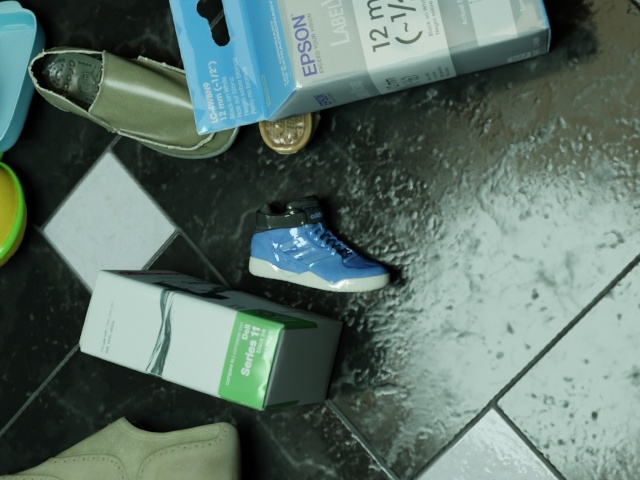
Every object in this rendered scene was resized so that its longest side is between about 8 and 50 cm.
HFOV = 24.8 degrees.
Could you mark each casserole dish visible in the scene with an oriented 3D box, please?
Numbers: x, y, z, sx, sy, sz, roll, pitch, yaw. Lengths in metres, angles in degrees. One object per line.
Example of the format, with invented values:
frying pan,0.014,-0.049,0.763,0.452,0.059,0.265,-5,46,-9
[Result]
casserole dish,-0.352,-0.168,1.571,0.114,0.037,0.188,2,72,33

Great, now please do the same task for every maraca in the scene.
maraca,-0.378,-0.039,1.577,0.127,0.099,0.186,-25,54,10

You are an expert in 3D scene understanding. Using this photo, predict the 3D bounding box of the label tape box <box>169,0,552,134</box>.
label tape box,0.017,-0.260,1.347,0.347,0.115,0.249,-13,84,6

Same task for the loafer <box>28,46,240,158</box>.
loafer,-0.198,-0.144,1.499,0.251,0.087,0.094,14,95,24

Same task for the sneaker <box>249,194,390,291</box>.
sneaker,-0.001,0.000,1.424,0.152,0.058,0.085,10,102,30

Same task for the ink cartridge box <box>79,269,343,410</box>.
ink cartridge box,-0.105,0.093,1.418,0.208,0.153,0.087,15,94,23

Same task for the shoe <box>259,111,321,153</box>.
shoe,-0.031,-0.193,1.442,0.076,0.058,0.219,2,88,15

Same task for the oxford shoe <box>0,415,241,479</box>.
oxford shoe,-0.224,0.253,1.511,0.348,0.123,0.130,-5,58,27
